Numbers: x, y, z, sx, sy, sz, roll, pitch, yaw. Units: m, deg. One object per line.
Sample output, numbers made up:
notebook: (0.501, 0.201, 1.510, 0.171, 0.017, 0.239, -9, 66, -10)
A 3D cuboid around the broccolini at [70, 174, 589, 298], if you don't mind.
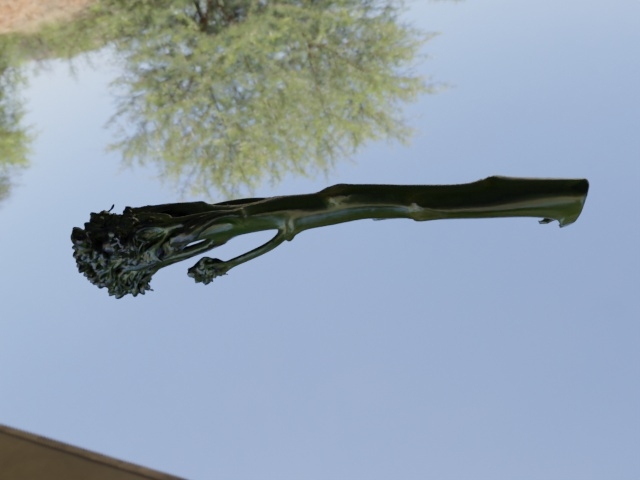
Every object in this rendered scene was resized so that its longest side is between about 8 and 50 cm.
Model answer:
broccolini: (0.001, -0.001, 0.487, 0.393, 0.073, 0.078, -2, -148, 8)
